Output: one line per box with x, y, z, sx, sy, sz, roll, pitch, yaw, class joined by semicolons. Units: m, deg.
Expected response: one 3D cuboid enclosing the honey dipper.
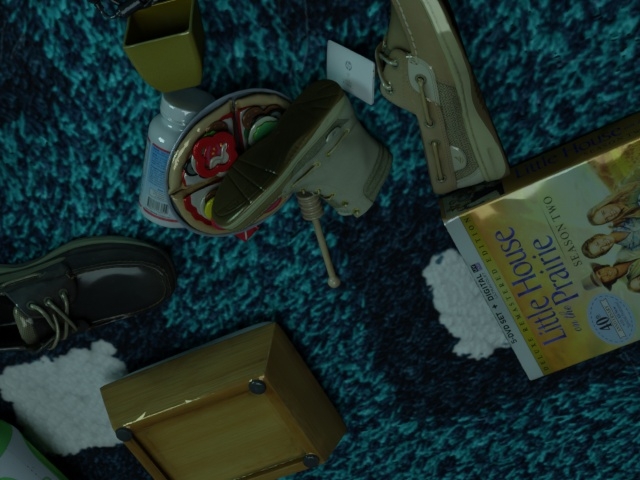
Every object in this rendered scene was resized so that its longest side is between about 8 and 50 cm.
0.000;0.000;1.344;0.030;0.030;0.161;-10;126;7;honey dipper

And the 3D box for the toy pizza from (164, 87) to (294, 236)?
-0.093;-0.087;1.223;0.201;0.032;0.201;-22;132;-26;toy pizza

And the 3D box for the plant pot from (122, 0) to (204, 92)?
-0.171;-0.218;1.171;0.081;0.082;0.083;-12;133;8;plant pot

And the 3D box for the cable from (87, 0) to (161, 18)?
-0.218;-0.337;1.109;0.150;0.047;0.185;-18;121;12;cable

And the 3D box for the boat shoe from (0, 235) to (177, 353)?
-0.362;0.093;1.347;0.355;0.130;0.132;-12;123;9;boat shoe

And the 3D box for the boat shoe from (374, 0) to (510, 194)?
0.116;-0.190;1.159;0.110;0.122;0.341;-20;122;13;boat shoe

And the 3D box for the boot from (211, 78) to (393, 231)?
-0.016;-0.067;1.219;0.213;0.077;0.165;-49;137;-2;boot

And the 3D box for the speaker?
-0.436;0.403;1.559;0.131;0.131;0.297;-27;119;18;speaker

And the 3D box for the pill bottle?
-0.170;-0.102;1.241;0.087;0.087;0.160;11;123;-7;pill bottle

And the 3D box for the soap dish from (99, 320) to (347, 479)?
-0.139;0.259;1.463;0.290;0.118;0.229;-21;121;16;soap dish

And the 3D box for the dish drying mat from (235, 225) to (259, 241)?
-0.122;-0.031;1.335;0.083;0.008;0.032;36;118;-21;dish drying mat

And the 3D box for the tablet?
0.034;-0.196;1.188;0.006;0.083;0.054;-24;132;-32;tablet

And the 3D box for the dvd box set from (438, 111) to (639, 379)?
0.404;-0.009;1.312;0.420;0.062;0.308;-23;120;15;dvd box set
